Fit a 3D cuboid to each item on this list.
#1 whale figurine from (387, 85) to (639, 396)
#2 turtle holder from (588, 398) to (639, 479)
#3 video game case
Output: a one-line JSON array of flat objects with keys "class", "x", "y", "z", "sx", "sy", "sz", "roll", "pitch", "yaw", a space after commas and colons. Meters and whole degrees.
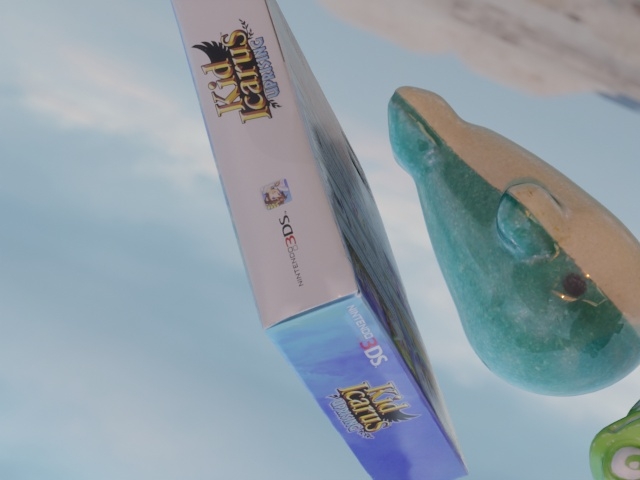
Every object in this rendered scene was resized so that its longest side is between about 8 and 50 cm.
[{"class": "whale figurine", "x": 0.134, "y": 0.006, "z": 1.411, "sx": 0.272, "sy": 0.141, "sz": 0.216, "roll": 44, "pitch": 177, "yaw": 7}, {"class": "turtle holder", "x": 0.294, "y": 0.234, "z": 1.152, "sx": 0.243, "sy": 0.320, "sz": 0.227, "roll": 2, "pitch": -151, "yaw": 14}, {"class": "video game case", "x": 0.000, "y": 0.000, "z": 1.127, "sx": 0.269, "sy": 0.061, "sz": 0.244, "roll": 59, "pitch": -170, "yaw": -57}]
